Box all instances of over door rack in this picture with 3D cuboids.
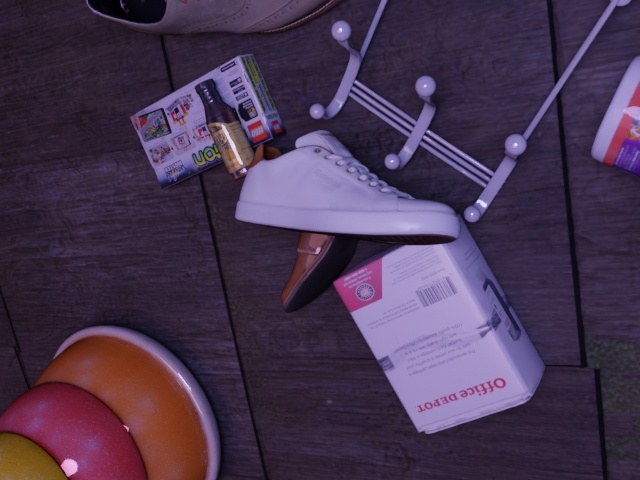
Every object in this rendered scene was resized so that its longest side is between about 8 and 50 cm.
[{"bbox_3d":[0.145,-0.204,0.762,0.239,0.108,0.324,36,121,12],"label":"over door rack"}]

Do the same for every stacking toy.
[{"bbox_3d":[-0.402,0.360,1.037,0.350,0.480,0.351,10,112,26],"label":"stacking toy"}]

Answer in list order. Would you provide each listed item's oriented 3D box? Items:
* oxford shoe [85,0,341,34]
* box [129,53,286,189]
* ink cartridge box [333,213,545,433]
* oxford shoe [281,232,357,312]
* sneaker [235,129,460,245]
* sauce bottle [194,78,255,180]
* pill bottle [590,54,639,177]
[{"bbox_3d":[-0.119,-0.294,0.858,0.348,0.130,0.123,-4,105,30],"label":"oxford shoe"},{"bbox_3d":[-0.155,-0.155,0.983,0.207,0.036,0.114,-19,98,32],"label":"box"},{"bbox_3d":[0.143,0.102,0.879,0.158,0.092,0.218,-28,91,33],"label":"ink cartridge box"},{"bbox_3d":[0.000,0.000,0.941,0.076,0.076,0.212,41,114,26],"label":"oxford shoe"},{"bbox_3d":[0.023,-0.064,0.817,0.290,0.106,0.123,10,88,35],"label":"sneaker"},{"bbox_3d":[-0.119,-0.139,0.923,0.042,0.042,0.128,-24,94,33],"label":"sauce bottle"},{"bbox_3d":[0.364,-0.091,0.680,0.193,0.108,0.108,25,118,18],"label":"pill bottle"}]
